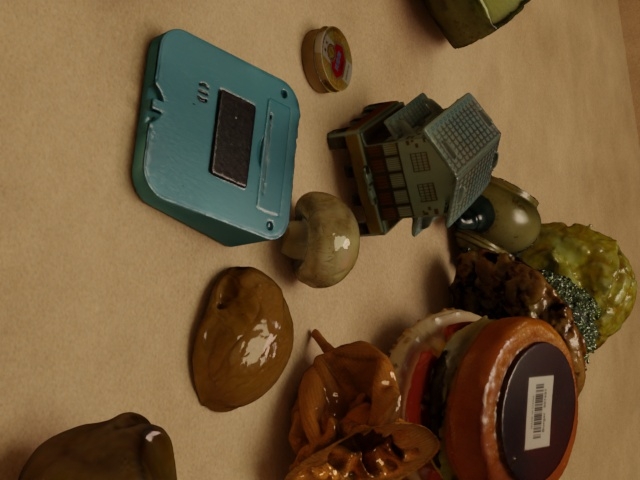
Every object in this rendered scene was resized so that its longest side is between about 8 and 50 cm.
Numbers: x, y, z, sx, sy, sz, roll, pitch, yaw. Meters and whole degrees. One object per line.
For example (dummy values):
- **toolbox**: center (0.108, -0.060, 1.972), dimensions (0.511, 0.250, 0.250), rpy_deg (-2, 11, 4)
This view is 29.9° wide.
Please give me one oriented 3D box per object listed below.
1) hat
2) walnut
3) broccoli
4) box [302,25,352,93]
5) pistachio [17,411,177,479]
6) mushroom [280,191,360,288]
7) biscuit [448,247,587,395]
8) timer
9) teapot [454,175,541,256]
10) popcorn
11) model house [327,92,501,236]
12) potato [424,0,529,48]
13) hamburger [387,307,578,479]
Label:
- **hat**: center (0.021, 0.228, 1.735), dimensions (0.233, 0.244, 0.233), rpy_deg (93, -22, -56)
- **walnut**: center (-0.086, 0.132, 1.584), dimensions (0.167, 0.087, 0.211), rpy_deg (62, 36, -42)
- **broccoli**: center (0.430, 0.238, 2.327), dimensions (0.221, 0.252, 0.361), rpy_deg (-50, 129, -60)
- **box**: center (0.011, -0.282, 1.876), dimensions (0.105, 0.037, 0.105), rpy_deg (18, 70, -59)
- **pistachio**: center (-0.228, 0.312, 1.239), dimensions (0.213, 0.163, 0.260), rpy_deg (-36, 132, -34)
- **mushroom**: center (0.000, 0.000, 1.733), dimensions (0.148, 0.112, 0.148), rpy_deg (-173, -90, -85)
- **biscuit**: center (0.342, 0.159, 2.150), dimensions (0.081, 0.334, 0.289), rpy_deg (-27, 135, -25)
- **timer**: center (-0.147, -0.129, 1.559), dimensions (0.250, 0.091, 0.232), rpy_deg (25, 64, -45)
- **teapot**: center (0.331, -0.017, 2.308), dimensions (0.269, 0.173, 0.182), rpy_deg (32, 87, -54)
- **popcorn**: center (0.524, 0.098, 2.500), dimensions (0.282, 0.282, 0.247), rpy_deg (47, 46, -48)
- **model house**: center (0.160, -0.126, 1.939), dimensions (0.224, 0.215, 0.198), rpy_deg (-39, 121, -56)
- **potato**: center (0.262, -0.522, 2.244), dimensions (0.330, 0.213, 0.280), rpy_deg (-43, 105, -44)
- **hamburger**: center (0.257, 0.275, 1.976), dimensions (0.330, 0.250, 0.330), rpy_deg (-6, 98, -48)
